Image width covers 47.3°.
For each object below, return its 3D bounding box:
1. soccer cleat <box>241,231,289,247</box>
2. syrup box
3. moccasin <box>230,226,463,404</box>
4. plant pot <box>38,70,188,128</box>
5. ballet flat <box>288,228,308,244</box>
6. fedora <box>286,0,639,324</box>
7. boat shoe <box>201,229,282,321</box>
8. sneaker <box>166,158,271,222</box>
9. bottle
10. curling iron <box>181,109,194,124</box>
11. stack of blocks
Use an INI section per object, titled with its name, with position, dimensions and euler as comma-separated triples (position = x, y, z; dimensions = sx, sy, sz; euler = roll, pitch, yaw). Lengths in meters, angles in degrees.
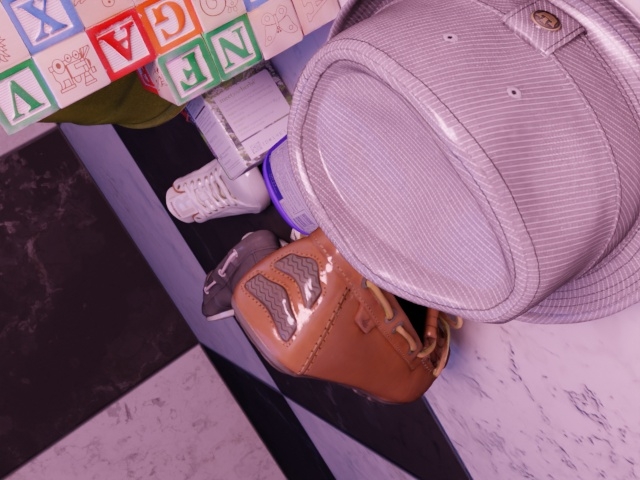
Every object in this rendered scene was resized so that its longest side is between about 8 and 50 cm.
[soccer cleat]
position = -0.049, 0.030, 1.119
dimensions = 0.196, 0.068, 0.076
euler = 35, 149, 30
[syrup box]
position = -0.122, -0.198, 0.852
dimensions = 0.236, 0.093, 0.096
euler = 57, 162, -6
[moccasin]
position = 0.060, 0.062, 0.697
dimensions = 0.139, 0.147, 0.380
euler = 51, -172, 31
[plant pot]
position = -0.340, -0.265, 0.667
dimensions = 0.367, 0.353, 0.366
euler = 17, 114, 42
[ballet flat]
position = 0.000, 0.000, 0.948
dimensions = 0.074, 0.074, 0.203
euler = 59, 167, -11
[fedora]
position = 0.082, -0.042, 0.448
dimensions = 0.275, 0.124, 0.243
euler = 50, 138, 8
[boat shoe]
position = -0.108, 0.054, 1.057
dimensions = 0.335, 0.112, 0.095
euler = -25, 83, 67
[sneaker]
position = -0.169, -0.067, 1.152
dimensions = 0.105, 0.123, 0.290
euler = 61, 160, -10
[bottle]
position = 0.025, -0.074, 0.700
dimensions = 0.118, 0.092, 0.283
euler = 61, 161, -4
[curling iron]
position = -0.201, -0.206, 1.126
dimensions = 0.274, 0.035, 0.068
euler = 43, 158, 34
[stack of blocks]
position = -0.144, -0.199, 0.583
dimensions = 0.087, 0.297, 0.171
euler = 31, 148, 51
